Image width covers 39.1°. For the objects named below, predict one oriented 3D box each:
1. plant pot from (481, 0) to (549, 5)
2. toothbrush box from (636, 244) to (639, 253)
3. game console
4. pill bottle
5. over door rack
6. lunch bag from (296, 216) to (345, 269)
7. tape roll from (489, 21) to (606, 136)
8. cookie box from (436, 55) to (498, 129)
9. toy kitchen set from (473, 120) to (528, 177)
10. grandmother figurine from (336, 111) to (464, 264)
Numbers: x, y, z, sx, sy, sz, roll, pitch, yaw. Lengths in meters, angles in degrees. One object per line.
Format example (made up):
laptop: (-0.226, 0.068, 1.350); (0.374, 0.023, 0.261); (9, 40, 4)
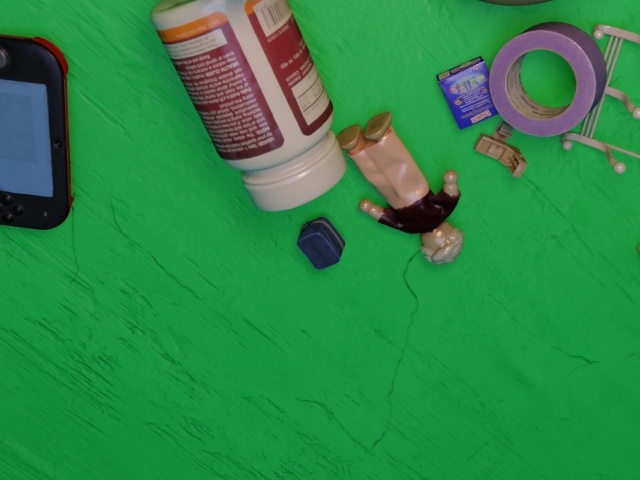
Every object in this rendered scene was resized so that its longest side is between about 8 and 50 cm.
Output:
plant pot: (0.291, -0.490, 1.438); (0.284, 0.284, 0.191); (40, 146, -19)
toothbrush box: (0.810, 0.014, 1.772); (0.206, 0.122, 0.283); (40, 111, -20)
game console: (-0.640, -0.206, 1.694); (0.342, 0.060, 0.386); (5, 118, -3)
pill bottle: (-0.111, -0.262, 1.566); (0.224, 0.224, 0.392); (-19, 117, 11)
over door rack: (0.609, -0.228, 1.591); (0.324, 0.108, 0.239); (18, 124, 15)
lunch bag: (0.000, 0.000, 1.802); (0.067, 0.065, 0.098); (-21, 119, 29)
tape roll: (0.399, -0.283, 1.587); (0.189, 0.080, 0.189); (13, 118, 26)
cookie box: (0.276, -0.271, 1.662); (0.092, 0.040, 0.107); (-22, 116, 12)
toy kitchen set: (0.346, -0.175, 1.694); (0.083, 0.075, 0.068); (20, 116, -15)
grandmother figurine: (0.178, -0.087, 1.739); (0.208, 0.104, 0.342); (-12, 125, 39)
